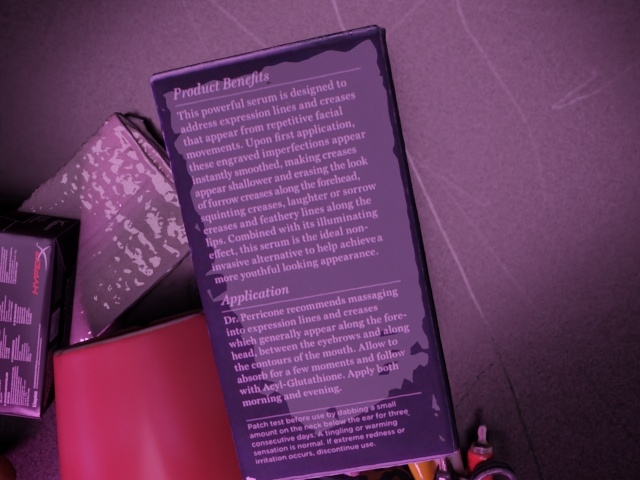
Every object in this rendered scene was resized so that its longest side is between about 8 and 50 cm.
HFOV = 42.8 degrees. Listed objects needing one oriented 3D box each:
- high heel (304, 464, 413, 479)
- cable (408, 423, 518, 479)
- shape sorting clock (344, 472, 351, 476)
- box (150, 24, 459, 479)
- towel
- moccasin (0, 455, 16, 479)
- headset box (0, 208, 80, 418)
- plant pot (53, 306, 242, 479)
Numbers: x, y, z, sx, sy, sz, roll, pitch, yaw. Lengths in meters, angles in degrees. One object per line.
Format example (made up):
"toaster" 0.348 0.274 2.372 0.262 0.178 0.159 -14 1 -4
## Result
"high heel" 0.101 0.241 0.896 0.186 0.261 0.093 15 114 43
"cable" 0.184 0.360 1.035 0.139 0.072 0.287 -3 109 15
"shape sorting clock" 0.026 0.369 1.038 0.206 0.040 0.206 1 92 14
"box" 0.000 0.000 0.858 0.211 0.293 0.396 -10 99 6
"towel" -0.275 -0.005 1.006 0.282 0.049 0.187 -40 94 12
"moccasin" -0.519 0.432 1.058 0.147 0.139 0.380 40 91 -21
"headset box" -0.444 0.068 0.940 0.293 0.110 0.218 7 102 -3
"plant pot" -0.180 0.217 0.944 0.274 0.275 0.243 -16 89 7
